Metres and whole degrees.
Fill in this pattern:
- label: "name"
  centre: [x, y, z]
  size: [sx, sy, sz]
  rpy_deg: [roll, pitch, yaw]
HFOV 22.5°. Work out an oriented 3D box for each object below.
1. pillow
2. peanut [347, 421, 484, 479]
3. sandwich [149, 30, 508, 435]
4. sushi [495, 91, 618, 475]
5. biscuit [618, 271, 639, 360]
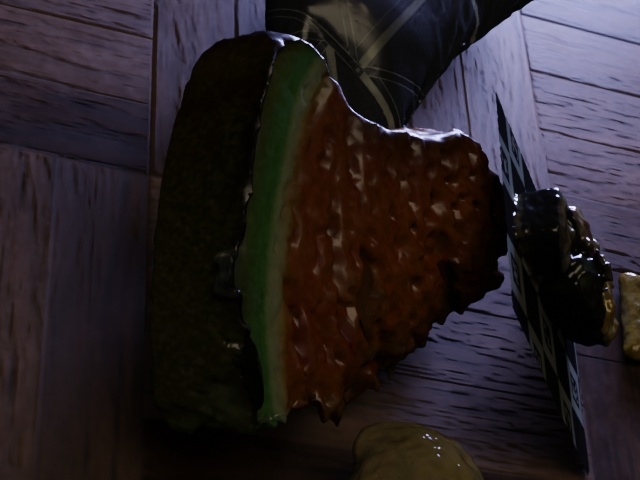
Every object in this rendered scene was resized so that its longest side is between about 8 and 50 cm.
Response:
- label: "pillow"
  centre: [0.066, -0.196, 1.302]
  size: [0.161, 0.092, 0.335]
  rpy_deg: [43, 49, 4]
- label: "peanut"
  centre: [0.064, 0.224, 0.970]
  size: [0.123, 0.123, 0.257]
  rpy_deg: [15, 47, -15]
- label: "sandwich"
  centre: [0.000, 0.000, 1.088]
  size: [0.301, 0.162, 0.250]
  rpy_deg: [4, 87, -44]
- label: "sushi"
  centre: [0.178, 0.027, 1.118]
  size: [0.050, 0.215, 0.192]
  rpy_deg: [-13, 50, 16]
- label: "biscuit"
  centre: [0.271, 0.067, 1.252]
  size: [0.083, 0.018, 0.081]
  rpy_deg: [17, 51, -14]
